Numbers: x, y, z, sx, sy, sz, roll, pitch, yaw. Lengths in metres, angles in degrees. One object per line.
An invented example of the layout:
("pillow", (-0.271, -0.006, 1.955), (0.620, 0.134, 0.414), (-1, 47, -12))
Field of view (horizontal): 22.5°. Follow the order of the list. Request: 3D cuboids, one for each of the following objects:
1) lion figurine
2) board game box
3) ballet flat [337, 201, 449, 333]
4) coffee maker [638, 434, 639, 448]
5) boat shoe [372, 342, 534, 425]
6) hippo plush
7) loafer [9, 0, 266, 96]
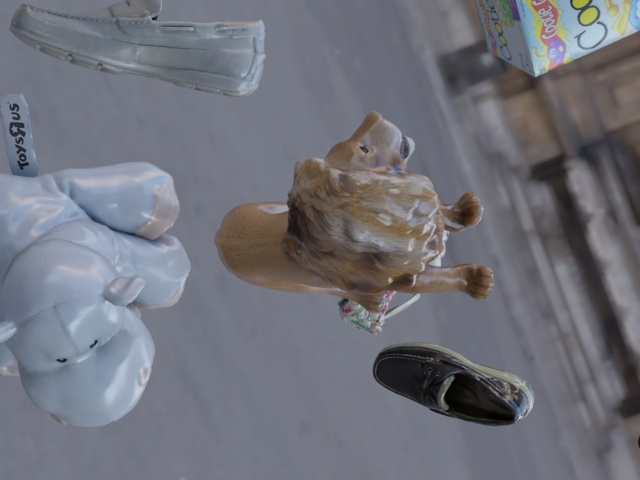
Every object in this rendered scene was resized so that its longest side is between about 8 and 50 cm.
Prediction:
("lion figurine", (0.000, 0.000, 1.507), (0.240, 0.392, 0.142), (6, 74, -34))
("board game box", (0.346, -0.338, 2.052), (0.142, 0.275, 0.144), (46, -21, 61))
("ballet flat", (0.121, 0.046, 2.288), (0.077, 0.241, 0.091), (43, -23, 5))
("coffee maker", (0.357, 0.150, 1.262), (0.178, 0.171, 0.120), (46, 24, -36))
("boat shoe", (0.115, 0.130, 1.453), (0.049, 0.152, 0.056), (-29, 127, -66))
("hippo plush", (-0.210, 0.030, 1.450), (0.236, 0.234, 0.294), (44, -26, 58))
("loafer", (-0.226, -0.260, 2.023), (0.112, 0.320, 0.111), (-166, -93, -76))
